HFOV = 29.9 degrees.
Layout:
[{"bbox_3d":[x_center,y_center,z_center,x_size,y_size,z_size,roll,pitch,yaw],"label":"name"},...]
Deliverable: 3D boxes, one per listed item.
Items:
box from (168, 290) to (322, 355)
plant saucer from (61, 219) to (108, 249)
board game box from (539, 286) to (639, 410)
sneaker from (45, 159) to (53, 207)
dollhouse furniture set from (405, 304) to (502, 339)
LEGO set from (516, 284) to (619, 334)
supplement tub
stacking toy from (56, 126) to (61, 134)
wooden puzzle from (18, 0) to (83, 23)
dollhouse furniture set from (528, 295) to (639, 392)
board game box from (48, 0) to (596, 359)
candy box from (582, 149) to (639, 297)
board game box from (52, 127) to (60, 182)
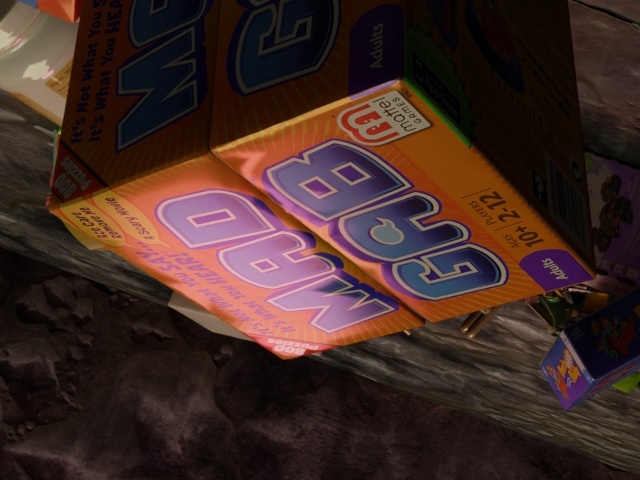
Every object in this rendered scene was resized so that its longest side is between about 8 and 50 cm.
[{"bbox_3d":[-0.136,0.105,2.671,0.345,0.215,0.168,9,161,41],"label":"box"},{"bbox_3d":[-0.336,-0.025,2.493,0.332,0.081,0.332,0,176,-29],"label":"plant saucer"},{"bbox_3d":[0.479,0.099,1.630,0.078,0.347,0.233,60,173,16],"label":"board game box"},{"bbox_3d":[-0.451,-0.128,2.524,0.115,0.136,0.314,-3,178,28],"label":"sneaker"},{"bbox_3d":[0.168,0.077,2.018,0.212,0.161,0.242,42,-177,-2],"label":"dollhouse furniture set"},{"bbox_3d":[0.368,0.076,1.927,0.254,0.192,0.331,11,161,33],"label":"LEGO set"},{"bbox_3d":[-0.315,-0.264,1.627,0.228,0.228,0.316,6,158,46],"label":"supplement tub"},{"bbox_3d":[-0.401,-0.259,1.786,0.167,0.221,0.052,16,-150,-37],"label":"stacking toy"},{"bbox_3d":[-0.229,-0.338,1.307,0.347,0.080,0.322,19,138,2],"label":"wooden puzzle"},{"bbox_3d":[0.513,0.133,2.116,0.197,0.151,0.301,23,-164,-30],"label":"dollhouse furniture set"},{"bbox_3d":[0.015,-0.146,1.141,0.356,0.356,0.356,-17,145,30],"label":"board game box"},{"bbox_3d":[0.357,-0.032,1.628,0.196,0.165,0.070,19,164,9],"label":"candy box"},{"bbox_3d":[-0.299,-0.109,2.027,0.275,0.144,0.142,-3,-164,-30],"label":"board game box"}]
